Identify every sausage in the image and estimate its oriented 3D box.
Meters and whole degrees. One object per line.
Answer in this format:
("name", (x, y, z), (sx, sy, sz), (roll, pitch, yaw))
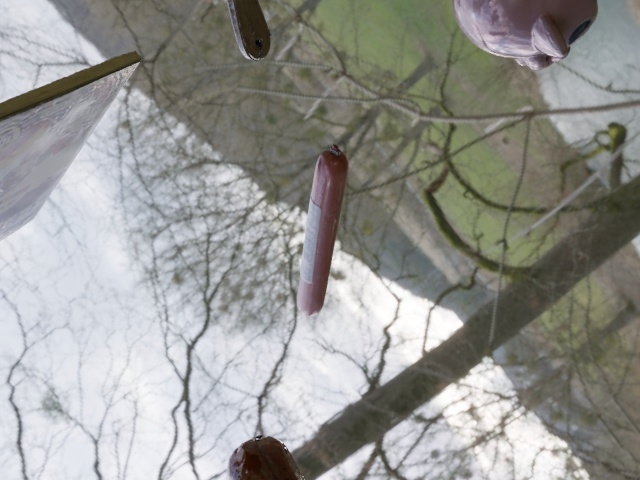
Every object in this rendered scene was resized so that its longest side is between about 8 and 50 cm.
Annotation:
("sausage", (-0.023, 0.395, 0.931), (0.330, 0.102, 0.102), (54, -170, 28))
("sausage", (0.000, 0.000, 0.679), (0.223, 0.029, 0.029), (99, 150, -45))

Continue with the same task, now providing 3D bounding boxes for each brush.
("brush", (-0.115, -0.395, 0.968), (0.065, 0.070, 0.328), (14, 132, 39))

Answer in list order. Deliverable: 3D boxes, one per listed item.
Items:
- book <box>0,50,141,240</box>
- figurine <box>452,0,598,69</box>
("book", (-0.330, -0.063, 0.783), (0.018, 0.322, 0.228), (47, -141, -2))
("figurine", (0.197, -0.316, 0.721), (0.176, 0.186, 0.288), (-27, -86, -80))
